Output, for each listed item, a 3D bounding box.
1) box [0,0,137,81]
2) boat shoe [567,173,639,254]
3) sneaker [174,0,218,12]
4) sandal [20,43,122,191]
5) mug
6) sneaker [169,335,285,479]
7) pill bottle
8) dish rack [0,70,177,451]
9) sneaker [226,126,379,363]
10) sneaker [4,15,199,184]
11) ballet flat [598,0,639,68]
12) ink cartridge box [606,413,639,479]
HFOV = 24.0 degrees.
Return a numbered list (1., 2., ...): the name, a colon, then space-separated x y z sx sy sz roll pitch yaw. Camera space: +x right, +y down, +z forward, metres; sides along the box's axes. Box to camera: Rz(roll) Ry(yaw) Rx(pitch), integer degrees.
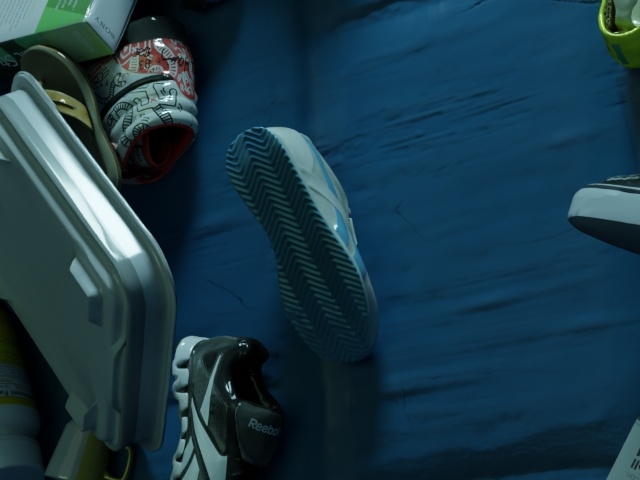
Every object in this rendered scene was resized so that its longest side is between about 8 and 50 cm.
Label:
1. box: -0.317 -0.275 1.629 0.322 0.058 0.232 -8 51 36
2. boat shoe: 0.336 -0.034 1.106 0.306 0.113 0.105 5 76 34
3. sneaker: -0.153 -0.301 1.527 0.084 0.152 0.058 -29 19 33
4. sandal: -0.255 -0.116 1.493 0.072 0.049 0.180 -31 79 38
5. mug: -0.232 0.215 1.510 0.062 0.078 0.064 -21 53 67
6. sneaker: -0.081 0.192 1.381 0.106 0.078 0.234 -17 67 35
7. pill bottle: -0.361 0.165 1.570 0.119 0.119 0.209 -35 60 25
8. dish rack: -0.253 0.031 1.457 0.333 0.072 0.286 49 144 33
9. sneaker: 0.000 0.000 1.366 0.087 0.092 0.229 -24 85 28
10. sneaker: -0.239 -0.113 1.562 0.270 0.090 0.145 -26 62 26
11. ballet flat: 0.275 -0.255 1.222 0.077 0.077 0.231 13 87 38
12. ink cartridge box: 0.316 0.147 1.092 0.153 0.087 0.208 29 98 38
